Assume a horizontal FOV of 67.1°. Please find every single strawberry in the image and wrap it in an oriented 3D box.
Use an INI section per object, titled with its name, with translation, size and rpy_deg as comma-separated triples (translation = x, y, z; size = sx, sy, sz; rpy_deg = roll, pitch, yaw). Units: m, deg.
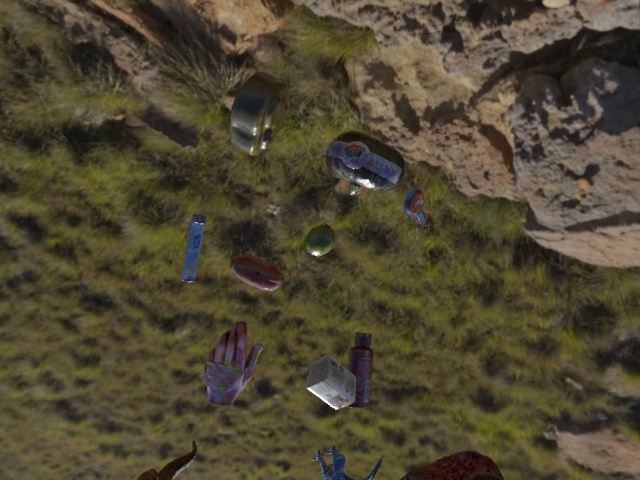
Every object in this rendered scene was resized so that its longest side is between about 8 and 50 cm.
[strawberry]
translation = 0.422, 0.822, 1.515
size = 0.345, 0.317, 0.295
rpy_deg = -37, 114, -6

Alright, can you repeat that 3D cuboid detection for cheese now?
[cheese]
translation = 0.365, -0.114, 1.810
size = 0.037, 0.106, 0.256
rpy_deg = 34, 172, 37

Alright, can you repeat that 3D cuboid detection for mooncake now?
[mooncake]
translation = -0.166, -0.370, 1.392
size = 0.117, 0.234, 0.234
rpy_deg = 28, 140, 6

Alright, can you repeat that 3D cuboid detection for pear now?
[pear]
translation = 0.000, 0.000, 1.815
size = 0.107, 0.107, 0.131
rpy_deg = 22, 107, -17

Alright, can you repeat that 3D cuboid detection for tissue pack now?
[tissue pack]
translation = 0.035, 0.464, 1.580
size = 0.099, 0.106, 0.149
rpy_deg = -32, 118, 27

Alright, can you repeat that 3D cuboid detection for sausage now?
[sausage]
translation = -0.285, 0.143, 2.152
size = 0.259, 0.133, 0.133
rpy_deg = 23, 142, 13

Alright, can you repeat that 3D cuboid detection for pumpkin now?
[pumpkin]
translation = 0.134, -0.235, 1.547
size = 0.261, 0.260, 0.189
rpy_deg = 23, 97, -18

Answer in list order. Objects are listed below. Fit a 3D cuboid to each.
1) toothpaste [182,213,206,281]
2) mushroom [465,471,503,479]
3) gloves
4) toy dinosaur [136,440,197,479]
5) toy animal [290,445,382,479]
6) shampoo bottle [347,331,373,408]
[toothpaste]
translation = -0.478, 0.031, 1.828
size = 0.053, 0.066, 0.272
rpy_deg = 9, 122, -17
[mushroom]
translation = 0.461, 0.706, 1.291
size = 0.171, 0.135, 0.080
rpy_deg = 38, 170, 11
[gloves]
translation = -0.268, 0.363, 1.452
size = 0.145, 0.126, 0.241
rpy_deg = 16, 101, 15
[toy dinosaur]
translation = -0.353, 0.544, 0.992
size = 0.097, 0.432, 0.208
rpy_deg = 1, 123, 16
[toy animal]
translation = 0.045, 0.631, 1.258
size = 0.239, 0.176, 0.255
rpy_deg = -14, 149, -15
[shampoo bottle]
translation = 0.169, 0.553, 2.068
size = 0.118, 0.313, 0.076
rpy_deg = 10, 171, -29
